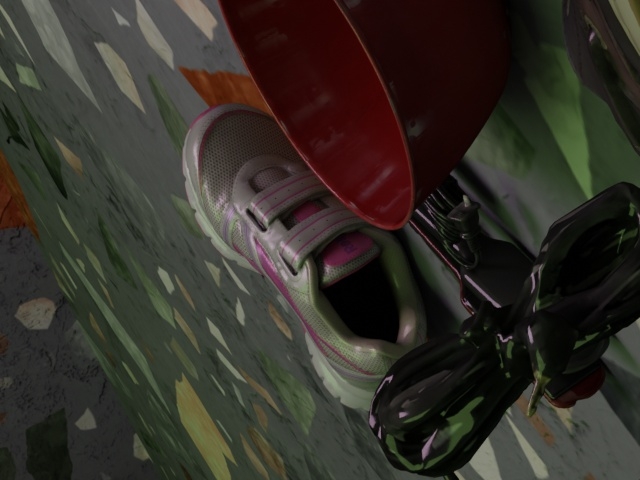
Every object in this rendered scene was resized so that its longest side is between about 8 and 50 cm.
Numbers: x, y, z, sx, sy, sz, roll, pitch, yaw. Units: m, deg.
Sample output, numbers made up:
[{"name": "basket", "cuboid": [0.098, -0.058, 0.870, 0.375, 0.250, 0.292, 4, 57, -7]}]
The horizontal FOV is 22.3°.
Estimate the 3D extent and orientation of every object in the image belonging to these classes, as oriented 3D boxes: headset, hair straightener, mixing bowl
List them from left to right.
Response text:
[{"name": "mixing bowl", "cuboid": [0.031, -0.107, 0.820, 0.181, 0.098, 0.181, 51, 163, 22]}, {"name": "hair straightener", "cuboid": [0.089, -0.010, 0.953, 0.230, 0.047, 0.089, 55, 165, 29]}, {"name": "headset", "cuboid": [0.188, 0.142, 0.576, 0.394, 0.185, 0.243, 35, -153, -17]}]

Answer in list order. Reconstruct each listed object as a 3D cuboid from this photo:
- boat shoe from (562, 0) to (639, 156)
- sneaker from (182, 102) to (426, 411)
[{"name": "boat shoe", "cuboid": [0.113, -0.073, 0.473, 0.092, 0.103, 0.285, 24, 161, 51]}, {"name": "sneaker", "cuboid": [0.000, 0.000, 1.149, 0.252, 0.103, 0.111, 51, 160, 3]}]
